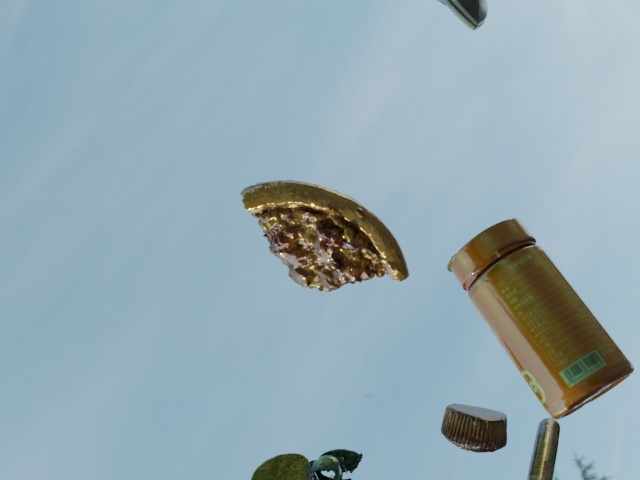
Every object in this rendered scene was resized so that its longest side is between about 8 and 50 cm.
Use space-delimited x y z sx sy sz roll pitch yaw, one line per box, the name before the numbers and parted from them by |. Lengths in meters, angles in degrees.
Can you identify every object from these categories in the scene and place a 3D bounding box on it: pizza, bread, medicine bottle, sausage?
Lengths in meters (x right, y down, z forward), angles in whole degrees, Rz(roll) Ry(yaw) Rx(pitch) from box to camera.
pizza | 0.000 0.000 1.587 0.408 0.278 0.114 32 -139 -4
bread | 0.193 0.239 0.898 0.085 0.085 0.053 9 -92 -34
medicine bottle | 0.223 0.079 0.738 0.096 0.096 0.192 -14 -120 -36
sausage | 0.280 0.306 0.913 0.033 0.032 0.269 62 -150 -11

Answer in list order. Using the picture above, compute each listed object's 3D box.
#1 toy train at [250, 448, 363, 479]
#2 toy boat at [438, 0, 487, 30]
toy train | 0.002 0.440 1.122 0.126 0.189 0.308 -104 -2 -45
toy boat | 0.297 -0.571 1.604 0.141 0.092 0.320 14 -135 -29
